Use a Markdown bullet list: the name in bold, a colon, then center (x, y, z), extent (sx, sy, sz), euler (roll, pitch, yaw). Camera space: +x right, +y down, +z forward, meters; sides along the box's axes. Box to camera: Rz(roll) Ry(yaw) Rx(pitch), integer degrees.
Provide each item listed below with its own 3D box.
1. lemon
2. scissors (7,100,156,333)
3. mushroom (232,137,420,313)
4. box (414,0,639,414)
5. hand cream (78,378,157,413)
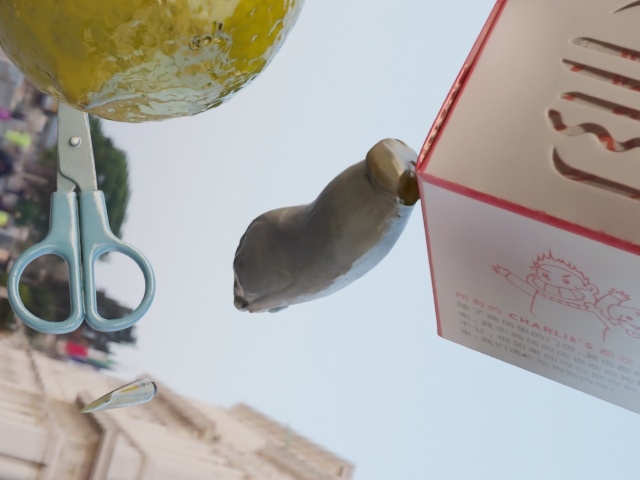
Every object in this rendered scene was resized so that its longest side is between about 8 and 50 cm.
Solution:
- **lemon**: center (-0.127, -0.216, 0.955), extent (0.267, 0.267, 0.267), euler (-163, -90, -76)
- **scissors**: center (-0.330, -0.093, 1.710), extent (0.029, 0.192, 0.447), euler (127, -41, -67)
- **mushroom**: center (0.000, 0.002, 1.238), extent (0.351, 0.097, 0.109), euler (-32, -132, 57)
- **box**: center (0.272, -0.052, 0.993), extent (0.300, 0.314, 0.312), euler (-63, 161, -21)
- **hand cream**: center (-0.171, 0.134, 1.095), extent (0.022, 0.035, 0.102), euler (68, 19, 7)
